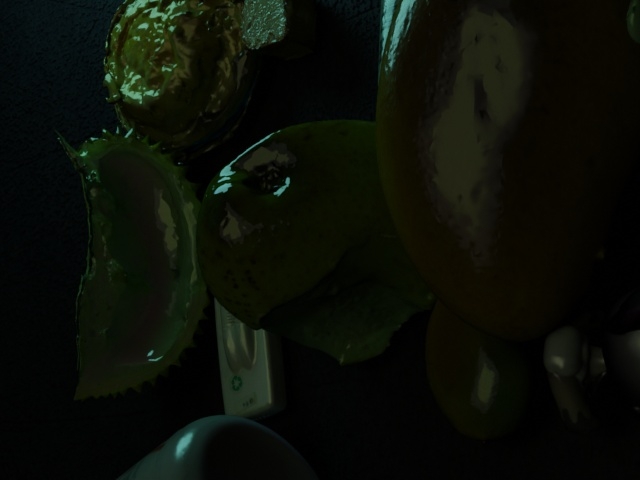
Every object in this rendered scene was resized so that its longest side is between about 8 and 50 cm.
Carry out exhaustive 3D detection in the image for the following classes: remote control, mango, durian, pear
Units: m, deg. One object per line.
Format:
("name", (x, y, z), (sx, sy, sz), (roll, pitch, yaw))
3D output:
("remote control", (-0.093, 0.105, 2.126), (0.090, 0.049, 0.230), (-20, 70, 38))
("mango", (0.171, 0.130, 1.884), (0.122, 0.085, 0.191), (-46, 45, 35))
("mango", (0.208, -0.115, 1.804), (0.301, 0.220, 0.445), (-2, 83, 11))
("durian", (-0.233, 0.028, 2.180), (0.158, 0.169, 0.352), (-12, 74, 37))
("pear", (0.000, 0.000, 1.923), (0.286, 0.282, 0.176), (-43, 48, 25))

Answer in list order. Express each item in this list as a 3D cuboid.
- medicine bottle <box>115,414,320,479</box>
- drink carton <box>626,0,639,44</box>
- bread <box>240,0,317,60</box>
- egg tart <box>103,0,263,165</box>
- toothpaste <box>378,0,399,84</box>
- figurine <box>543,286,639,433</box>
("medicine bottle", (-0.161, 0.377, 1.991), (0.325, 0.256, 0.256), (-40, 58, 31))
("drink carton", (0.408, -0.245, 1.693), (0.142, 0.144, 0.146), (3, 77, 60))
("bread", (-0.049, -0.270, 2.155), (0.076, 0.070, 0.083), (-10, 74, 38))
("egg tart", (-0.197, -0.236, 2.246), (0.290, 0.107, 0.291), (-10, 76, 41))
("toothpaste", (0.105, -0.301, 2.000), (0.098, 0.061, 0.392), (-26, 50, 44))
("figurine", (0.325, 0.098, 1.727), (0.222, 0.145, 0.145), (-20, 69, 37))
